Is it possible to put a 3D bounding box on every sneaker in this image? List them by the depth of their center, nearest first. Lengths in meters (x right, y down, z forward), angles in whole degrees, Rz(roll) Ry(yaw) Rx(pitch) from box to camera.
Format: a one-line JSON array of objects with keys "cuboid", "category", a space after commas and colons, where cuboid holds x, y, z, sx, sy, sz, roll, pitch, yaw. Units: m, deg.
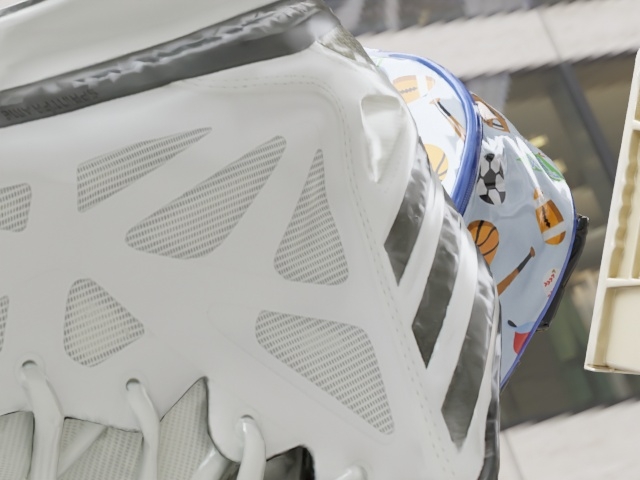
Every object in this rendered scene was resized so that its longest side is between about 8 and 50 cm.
[{"cuboid": [-0.081, 0.060, 0.594, 0.447, 0.257, 0.169, -35, -6, -44], "category": "sneaker"}]

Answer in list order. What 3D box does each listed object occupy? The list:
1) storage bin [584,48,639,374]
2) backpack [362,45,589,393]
[{"cuboid": [0.355, -0.012, 1.338, 0.262, 0.260, 0.123, 8, 1, -27], "category": "storage bin"}, {"cuboid": [0.000, 0.000, 1.002, 0.213, 0.263, 0.276, 31, -99, -44], "category": "backpack"}]
